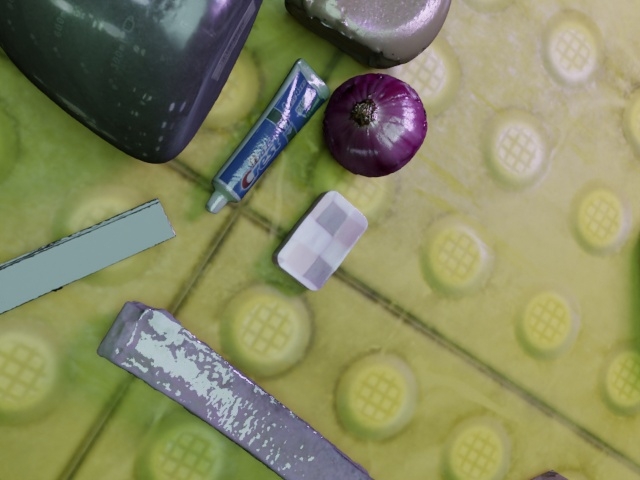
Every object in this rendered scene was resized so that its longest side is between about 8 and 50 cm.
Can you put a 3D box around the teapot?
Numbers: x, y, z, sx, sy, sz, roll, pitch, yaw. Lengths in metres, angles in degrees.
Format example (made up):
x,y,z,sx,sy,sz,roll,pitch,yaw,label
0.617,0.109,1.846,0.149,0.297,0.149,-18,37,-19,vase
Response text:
x,y,z,sx,sy,sz,roll,pitch,yaw,label
-0.190,-0.246,0.472,0.285,0.305,0.223,26,39,-10,teapot

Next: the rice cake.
x,y,z,sx,sy,sz,roll,pitch,yaw,label
-0.069,0.190,0.621,0.365,0.056,0.072,40,73,-14,rice cake

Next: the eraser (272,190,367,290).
x,y,z,sx,sy,sz,roll,pitch,yaw,label
0.000,0.000,0.658,0.065,0.026,0.105,40,79,-17,eraser

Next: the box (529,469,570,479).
x,y,z,sx,sy,sz,roll,pitch,yaw,label
0.275,0.331,0.732,0.098,0.062,0.045,-17,97,-18,box

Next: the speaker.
x,y,z,sx,sy,sz,roll,pitch,yaw,label
-0.240,0.017,0.573,0.191,0.040,0.046,-26,100,-16,speaker

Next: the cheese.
x,y,z,sx,sy,sz,roll,pitch,yaw,label
0.064,-0.293,0.642,0.175,0.091,0.202,21,83,-17,cheese

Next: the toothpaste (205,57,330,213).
x,y,z,sx,sy,sz,roll,pitch,yaw,label
-0.060,-0.108,0.634,0.057,0.035,0.197,43,76,-30,toothpaste

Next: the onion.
x,y,z,sx,sy,sz,roll,pitch,yaw,label
0.060,-0.126,0.646,0.104,0.115,0.115,10,87,-62,onion
